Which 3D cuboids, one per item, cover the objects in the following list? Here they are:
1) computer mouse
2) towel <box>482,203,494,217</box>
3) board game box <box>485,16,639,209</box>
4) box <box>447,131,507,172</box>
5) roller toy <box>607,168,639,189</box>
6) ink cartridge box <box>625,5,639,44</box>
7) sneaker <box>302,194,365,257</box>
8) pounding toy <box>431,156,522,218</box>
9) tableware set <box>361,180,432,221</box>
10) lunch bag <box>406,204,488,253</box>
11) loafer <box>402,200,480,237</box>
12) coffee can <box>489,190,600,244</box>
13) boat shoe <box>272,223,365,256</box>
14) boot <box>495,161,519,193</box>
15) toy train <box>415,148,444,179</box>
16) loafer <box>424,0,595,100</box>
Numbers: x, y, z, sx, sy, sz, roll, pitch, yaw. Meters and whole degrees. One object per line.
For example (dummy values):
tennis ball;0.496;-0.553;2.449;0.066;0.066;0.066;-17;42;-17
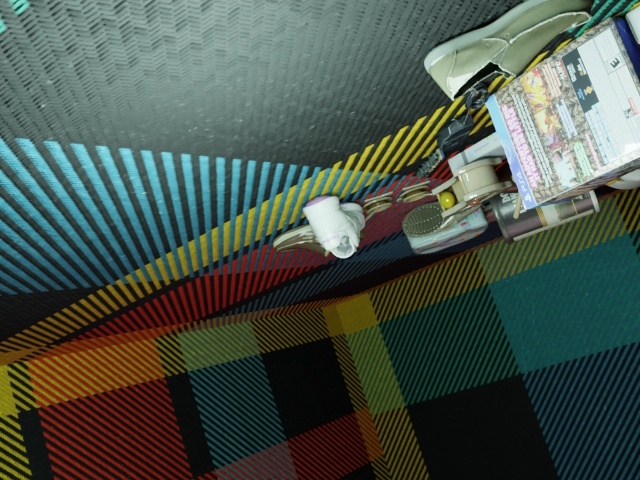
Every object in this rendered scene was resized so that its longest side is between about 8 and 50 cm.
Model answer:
computer mouse;0.269;-0.241;1.396;0.071;0.041;0.242;-24;164;-14
towel;0.561;-0.075;2.685;0.282;0.049;0.187;-23;167;30
board game box;0.478;-0.219;1.299;0.141;0.232;0.291;-10;168;-37
box;0.420;-0.219;1.731;0.145;0.038;0.186;-10;168;-39
roller toy;0.789;-0.235;1.848;0.209;0.191;0.146;-3;172;7
ink cartridge box;0.671;-0.416;1.091;0.175;0.069;0.371;-10;164;-38
sneaker;0.044;-0.022;1.808;0.114;0.152;0.305;-24;170;18
pounding toy;0.381;-0.102;1.730;0.154;0.155;0.269;-17;172;-30
tableware set;0.208;-0.103;1.966;0.194;0.039;0.128;-17;169;-5
lunch bag;0.426;-0.048;2.430;0.279;0.108;0.224;-20;166;9
loafer;0.380;-0.077;2.220;0.268;0.102;0.092;-23;162;22
coffee can;0.649;-0.129;2.131;0.275;0.201;0.201;-22;169;17
boat shoe;0.000;-0.001;1.985;0.257;0.095;0.095;-18;169;2
boot;0.575;-0.219;1.845;0.264;0.096;0.280;-15;168;2
toy train;0.259;-0.178;1.702;0.036;0.027;0.158;-19;170;-11
loafer;0.280;-0.278;1.054;0.251;0.087;0.094;-23;169;23
